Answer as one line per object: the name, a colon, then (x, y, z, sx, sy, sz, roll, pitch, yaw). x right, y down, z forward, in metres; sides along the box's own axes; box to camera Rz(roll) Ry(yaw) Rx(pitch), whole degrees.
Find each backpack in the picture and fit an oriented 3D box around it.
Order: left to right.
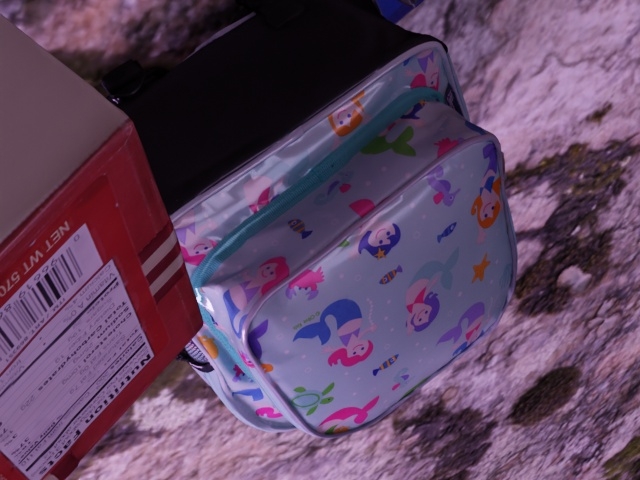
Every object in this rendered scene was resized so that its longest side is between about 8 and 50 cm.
backpack: (0.000, 0.000, 0.827, 0.225, 0.191, 0.253, -37, 149, -12)

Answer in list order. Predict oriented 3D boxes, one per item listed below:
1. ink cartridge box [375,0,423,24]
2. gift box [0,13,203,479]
ink cartridge box: (0.064, -0.247, 0.738, 0.165, 0.065, 0.333, -42, 145, -4)
gift box: (-0.210, -0.015, 0.499, 0.255, 0.258, 0.276, -47, 164, -19)
